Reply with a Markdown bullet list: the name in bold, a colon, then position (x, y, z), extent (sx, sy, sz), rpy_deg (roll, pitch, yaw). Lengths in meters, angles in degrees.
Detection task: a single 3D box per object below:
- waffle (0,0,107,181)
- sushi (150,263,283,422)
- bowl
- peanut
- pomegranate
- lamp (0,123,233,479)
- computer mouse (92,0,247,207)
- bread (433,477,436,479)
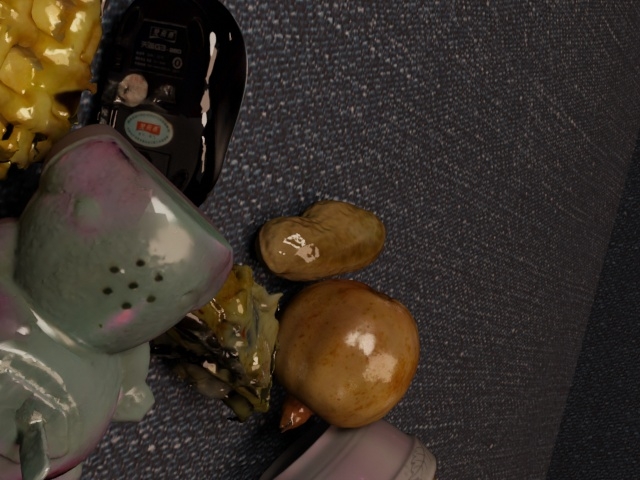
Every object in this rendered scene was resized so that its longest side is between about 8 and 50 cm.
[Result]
- **waffle**: position (-0.308, -0.203, 0.566), extent (0.382, 0.095, 0.379), rpy_deg (-31, 127, -48)
- **sushi**: position (-0.127, 0.090, 0.910), extent (0.291, 0.131, 0.139), rpy_deg (54, 35, -40)
- **bowl**: position (0.011, 0.349, 1.109), extent (0.287, 0.143, 0.287), rpy_deg (-40, 177, -2)
- **peanut**: position (0.000, 0.000, 1.069), extent (0.226, 0.095, 0.108), rpy_deg (-13, 80, -46)
- **pomegranate**: position (0.032, 0.150, 1.064), extent (0.207, 0.207, 0.207), rpy_deg (-25, 122, -48)
- **lamp**: position (-0.216, 0.075, 0.639), extent (0.301, 0.247, 0.247), rpy_deg (-45, 121, -1)
- **computer mouse**: position (-0.144, -0.129, 0.781), extent (0.096, 0.137, 0.233), rpy_deg (-12, 119, -73)
- **bread**: position (0.083, 0.520, 1.164), extent (0.398, 0.215, 0.398), rpy_deg (-46, 176, -4)
